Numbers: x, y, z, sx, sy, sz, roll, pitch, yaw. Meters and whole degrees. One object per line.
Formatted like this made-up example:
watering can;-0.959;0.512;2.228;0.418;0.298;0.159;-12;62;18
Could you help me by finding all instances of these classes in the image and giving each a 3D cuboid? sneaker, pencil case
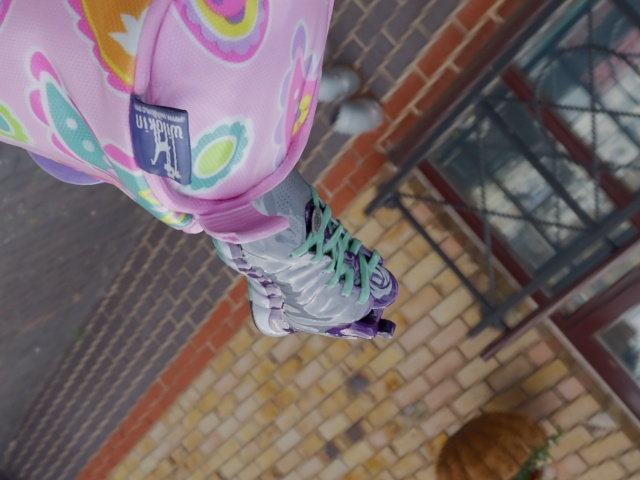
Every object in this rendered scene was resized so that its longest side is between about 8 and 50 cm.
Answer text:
sneaker;0.000;0.000;0.625;0.223;0.098;0.083;74;28;-65
pencil case;-0.131;-0.090;0.398;0.124;0.284;0.124;-43;143;-44

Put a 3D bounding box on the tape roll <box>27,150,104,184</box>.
tape roll;-0.262;-0.162;1.211;0.189;0.189;0.080;-43;170;24
